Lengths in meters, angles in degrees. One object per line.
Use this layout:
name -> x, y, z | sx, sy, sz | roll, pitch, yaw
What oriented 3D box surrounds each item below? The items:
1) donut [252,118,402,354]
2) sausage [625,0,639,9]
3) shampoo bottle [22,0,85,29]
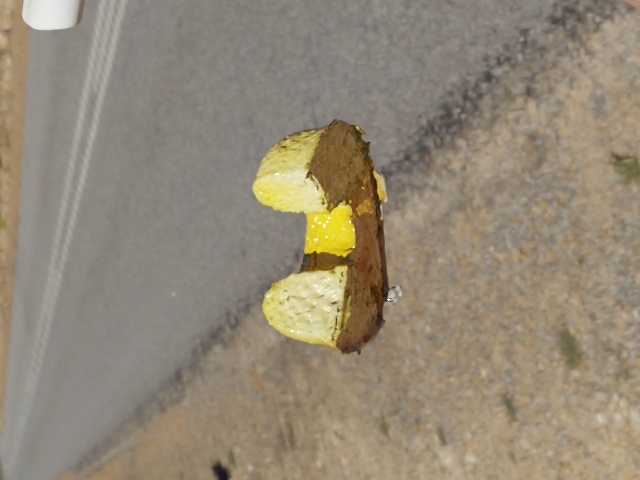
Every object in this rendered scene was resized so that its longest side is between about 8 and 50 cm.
donut -> 0.004, -0.005, 0.883 | 0.078, 0.146, 0.181 | -5, 103, 25
sausage -> 0.152, -0.151, 0.495 | 0.094, 0.419, 0.094 | 9, 99, 23
shampoo bottle -> -0.091, -0.227, 0.482 | 0.092, 0.092, 0.303 | 58, 141, 40
